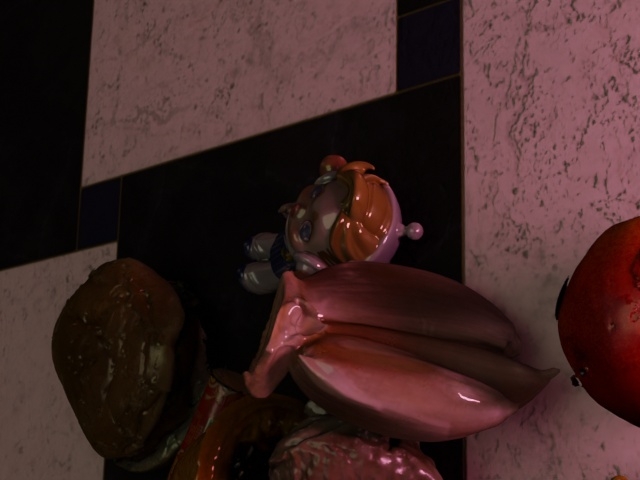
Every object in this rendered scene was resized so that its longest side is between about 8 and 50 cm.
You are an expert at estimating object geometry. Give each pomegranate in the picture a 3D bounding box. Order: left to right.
[{"bbox_3d":[0.336,0.068,1.284,0.210,0.210,0.235,6,42,45],"label":"pomegranate"}]

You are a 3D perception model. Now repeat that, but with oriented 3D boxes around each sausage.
[{"bbox_3d":[-0.157,0.300,1.778,0.083,0.083,0.264,31,101,44],"label":"sausage"}]

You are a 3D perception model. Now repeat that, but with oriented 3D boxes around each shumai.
[{"bbox_3d":[0.068,0.243,1.516,0.218,0.184,0.185,16,59,14],"label":"shumai"}]

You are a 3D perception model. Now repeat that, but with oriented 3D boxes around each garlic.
[{"bbox_3d":[0.082,0.119,1.472,0.279,0.325,0.132,-88,14,-58],"label":"garlic"}]

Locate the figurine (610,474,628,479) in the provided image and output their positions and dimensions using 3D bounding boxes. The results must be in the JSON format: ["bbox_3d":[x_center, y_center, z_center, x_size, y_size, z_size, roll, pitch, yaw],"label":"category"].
[{"bbox_3d":[0.323,0.285,1.326,0.143,0.068,0.101,-2,84,27],"label":"figurine"}]

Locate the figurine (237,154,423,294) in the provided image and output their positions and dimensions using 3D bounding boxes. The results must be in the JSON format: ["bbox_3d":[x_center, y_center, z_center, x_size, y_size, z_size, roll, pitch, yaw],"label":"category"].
[{"bbox_3d":[-0.004,0.010,1.680,0.274,0.133,0.194,-43,29,34],"label":"figurine"}]

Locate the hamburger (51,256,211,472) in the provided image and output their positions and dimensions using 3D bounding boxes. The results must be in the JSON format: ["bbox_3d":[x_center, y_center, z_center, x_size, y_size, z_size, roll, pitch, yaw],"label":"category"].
[{"bbox_3d":[-0.271,0.170,1.881,0.265,0.134,0.285,-51,47,19],"label":"hamburger"}]

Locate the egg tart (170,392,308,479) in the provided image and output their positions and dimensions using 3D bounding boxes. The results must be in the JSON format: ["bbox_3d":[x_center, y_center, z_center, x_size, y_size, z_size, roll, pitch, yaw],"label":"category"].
[{"bbox_3d":[-0.081,0.296,1.625,0.171,0.215,0.215,-25,61,55],"label":"egg tart"}]
